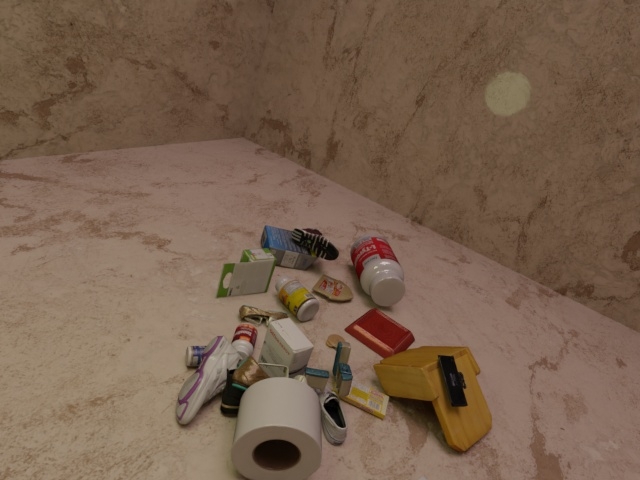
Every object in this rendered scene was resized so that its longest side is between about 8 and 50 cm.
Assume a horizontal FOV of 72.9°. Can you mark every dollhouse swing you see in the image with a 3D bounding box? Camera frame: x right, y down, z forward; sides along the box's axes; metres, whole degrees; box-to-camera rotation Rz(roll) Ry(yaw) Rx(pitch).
[{"bbox_3d":[0.438,0.595,1.671,0.346,0.305,0.315,-5,-6,-45],"label":"dollhouse swing"}]

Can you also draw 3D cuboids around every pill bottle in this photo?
[{"bbox_3d":[0.302,0.153,2.265,0.229,0.229,0.408,12,26,-15],"label":"pill bottle"},{"bbox_3d":[-0.109,0.251,1.919,0.117,0.117,0.215,-7,36,-42],"label":"pill bottle"},{"bbox_3d":[-0.282,0.378,1.586,0.086,0.086,0.152,16,26,-7],"label":"pill bottle"},{"bbox_3d":[-0.399,0.397,1.491,0.120,0.067,0.067,6,29,-26],"label":"pill bottle"}]

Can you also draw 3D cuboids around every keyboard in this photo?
[{"bbox_3d":[0.480,0.503,1.557,0.108,0.023,0.180,12,54,-29],"label":"keyboard"}]

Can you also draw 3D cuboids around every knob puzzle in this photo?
[{"bbox_3d":[0.071,0.251,2.144,0.213,0.030,0.213,16,25,-7],"label":"knob puzzle"}]

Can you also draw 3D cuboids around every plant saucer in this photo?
[{"bbox_3d":[0.278,0.411,1.954,0.259,0.048,0.258,32,29,24],"label":"plant saucer"}]

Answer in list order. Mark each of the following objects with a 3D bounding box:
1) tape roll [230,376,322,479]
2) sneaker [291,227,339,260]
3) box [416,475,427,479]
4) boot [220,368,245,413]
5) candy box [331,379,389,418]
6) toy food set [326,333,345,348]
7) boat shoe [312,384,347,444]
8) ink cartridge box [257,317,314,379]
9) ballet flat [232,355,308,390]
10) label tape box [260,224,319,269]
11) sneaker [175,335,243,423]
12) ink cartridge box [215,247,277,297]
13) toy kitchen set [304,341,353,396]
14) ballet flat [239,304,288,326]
[{"bbox_3d":[-0.118,0.533,1.215,0.246,0.246,0.169,15,26,-10],"label":"tape roll"},{"bbox_3d":[0.000,0.000,2.271,0.281,0.106,0.162,30,23,19],"label":"sneaker"},{"bbox_3d":[0.280,0.804,1.042,0.215,0.168,0.345,-6,36,-41],"label":"box"},{"bbox_3d":[-0.213,0.469,1.380,0.197,0.137,0.077,3,9,-33],"label":"boot"},{"bbox_3d":[0.146,0.565,1.580,0.205,0.027,0.105,24,22,9],"label":"candy box"},{"bbox_3d":[0.068,0.424,1.812,0.082,0.020,0.083,22,25,5],"label":"toy food set"},{"bbox_3d":[0.032,0.552,1.462,0.095,0.084,0.258,4,30,-29],"label":"boat shoe"},{"bbox_3d":[-0.126,0.402,1.492,0.092,0.219,0.160,-6,36,-41],"label":"ink cartridge box"},{"bbox_3d":[-0.117,0.462,1.357,0.342,0.116,0.124,35,62,-21],"label":"ballet flat"},{"bbox_3d":[-0.139,0.047,2.313,0.333,0.106,0.241,13,26,-19],"label":"label tape box"},{"bbox_3d":[-0.337,0.450,1.371,0.152,0.114,0.305,48,38,-19],"label":"sneaker"},{"bbox_3d":[-0.340,0.140,1.895,0.255,0.189,0.097,-2,34,-37],"label":"ink cartridge box"},{"bbox_3d":[0.025,0.437,1.523,0.166,0.122,0.207,11,5,-5],"label":"toy kitchen set"},{"bbox_3d":[-0.235,0.319,1.780,0.206,0.073,0.067,11,54,-11],"label":"ballet flat"}]
